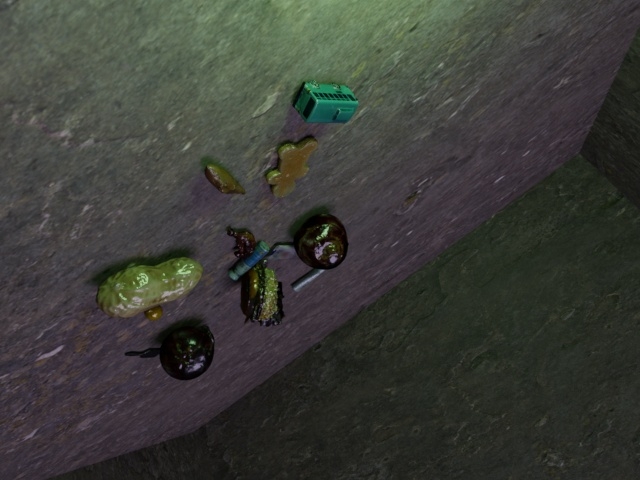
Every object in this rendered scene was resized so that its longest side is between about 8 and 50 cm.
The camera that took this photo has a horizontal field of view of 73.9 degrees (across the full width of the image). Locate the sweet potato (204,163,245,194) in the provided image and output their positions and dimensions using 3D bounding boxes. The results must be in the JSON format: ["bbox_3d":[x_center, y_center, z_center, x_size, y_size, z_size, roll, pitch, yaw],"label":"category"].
[{"bbox_3d":[-0.261,-0.158,1.161,0.059,0.068,0.206,-13,168,16],"label":"sweet potato"}]

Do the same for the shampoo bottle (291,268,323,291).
[{"bbox_3d":[-0.059,0.192,2.169,0.190,0.041,0.069,-37,152,8],"label":"shampoo bottle"}]

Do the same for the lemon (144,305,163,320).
[{"bbox_3d":[-0.606,0.258,1.539,0.062,0.062,0.083,-32,157,-3],"label":"lemon"}]

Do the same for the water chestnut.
[{"bbox_3d":[0.000,0.000,1.688,0.223,0.238,0.224,-2,121,-3],"label":"water chestnut"}]

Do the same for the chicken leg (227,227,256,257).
[{"bbox_3d":[-0.272,0.009,1.501,0.089,0.048,0.219,-30,158,-16],"label":"chicken leg"}]

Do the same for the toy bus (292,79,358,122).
[{"bbox_3d":[0.019,-0.353,1.103,0.160,0.092,0.079,-13,152,-40],"label":"toy bus"}]

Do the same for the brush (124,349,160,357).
[{"bbox_3d":[-0.771,0.492,1.850,0.063,0.016,0.193,-38,158,10],"label":"brush"}]

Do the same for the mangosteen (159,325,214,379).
[{"bbox_3d":[-0.567,0.476,1.869,0.231,0.231,0.289,-39,-177,13],"label":"mangosteen"}]

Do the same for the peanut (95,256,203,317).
[{"bbox_3d":[-0.518,0.135,1.314,0.325,0.140,0.153,-21,138,-32],"label":"peanut"}]

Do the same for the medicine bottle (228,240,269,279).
[{"bbox_3d":[-0.275,0.079,1.637,0.191,0.051,0.051,-41,157,17],"label":"medicine bottle"}]

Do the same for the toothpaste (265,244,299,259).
[{"bbox_3d":[-0.087,0.050,1.823,0.323,0.066,0.100,0,145,-46],"label":"toothpaste"}]

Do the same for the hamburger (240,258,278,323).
[{"bbox_3d":[-0.242,0.204,1.709,0.138,0.243,0.262,4,146,-19],"label":"hamburger"}]

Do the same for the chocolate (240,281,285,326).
[{"bbox_3d":[-0.248,0.340,2.040,0.224,0.177,0.206,-24,156,-19],"label":"chocolate"}]

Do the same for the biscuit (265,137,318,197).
[{"bbox_3d":[-0.098,-0.216,1.304,0.153,0.030,0.234,-19,154,-29],"label":"biscuit"}]
